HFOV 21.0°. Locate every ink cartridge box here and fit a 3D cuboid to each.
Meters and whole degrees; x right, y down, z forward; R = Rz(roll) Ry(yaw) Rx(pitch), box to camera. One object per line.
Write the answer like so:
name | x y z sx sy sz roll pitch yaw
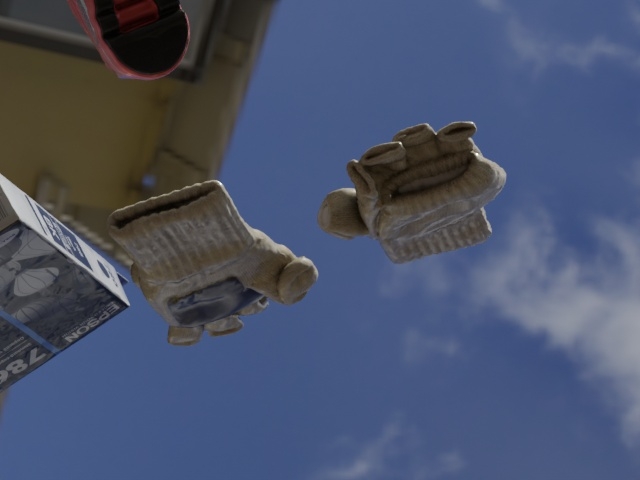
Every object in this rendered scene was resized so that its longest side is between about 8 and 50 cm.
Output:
ink cartridge box | -0.286 0.054 1.584 0.165 0.333 0.065 -34 -112 3

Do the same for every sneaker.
sneaker | -0.245 -0.305 1.788 0.136 0.116 0.314 -11 -80 67

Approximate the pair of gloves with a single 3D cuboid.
pair of gloves | 0.000 0.000 1.076 0.240 0.204 0.042 -16 -110 -2
